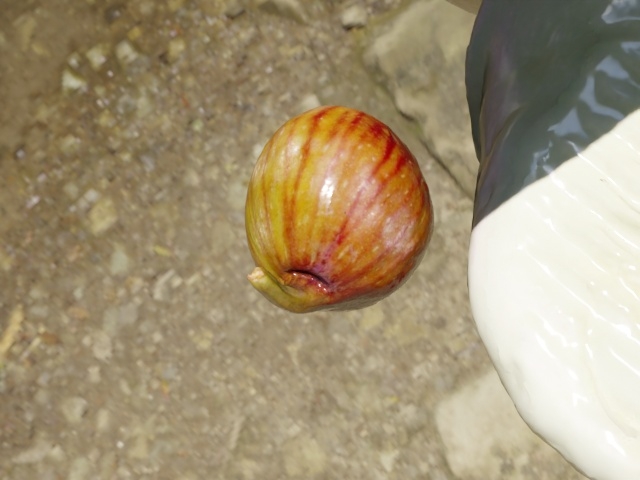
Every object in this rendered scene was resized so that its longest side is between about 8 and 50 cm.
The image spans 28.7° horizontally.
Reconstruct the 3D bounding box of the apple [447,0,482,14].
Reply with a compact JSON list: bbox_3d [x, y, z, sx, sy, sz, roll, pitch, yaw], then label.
[{"bbox_3d":[0.205,-0.369,0.958,0.474,0.473,0.473,-11,56,17],"label":"apple"}]

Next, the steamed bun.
[{"bbox_3d":[0.192,-0.006,0.486,0.268,0.207,0.280,0,73,13],"label":"steamed bun"}]

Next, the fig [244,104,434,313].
[{"bbox_3d":[0.004,0.001,1.051,0.175,0.175,0.207,3,54,24],"label":"fig"}]
